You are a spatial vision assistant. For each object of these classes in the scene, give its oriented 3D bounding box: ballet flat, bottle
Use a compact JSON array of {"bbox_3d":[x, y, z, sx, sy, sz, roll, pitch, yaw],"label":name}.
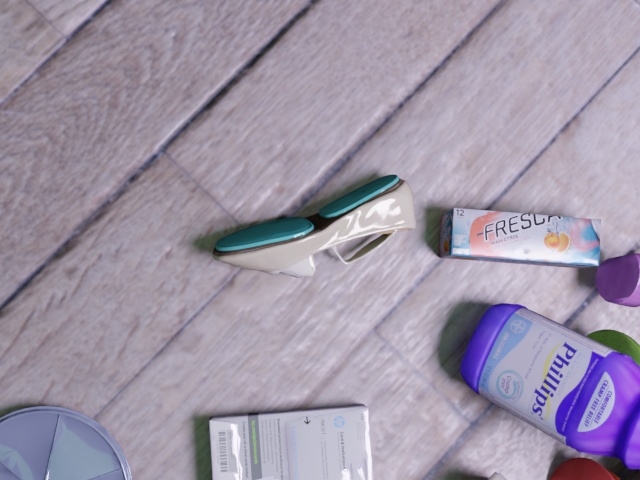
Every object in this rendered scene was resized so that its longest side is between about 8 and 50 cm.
[{"bbox_3d":[0.000,0.000,1.002,0.248,0.086,0.086,-21,88,-7],"label":"ballet flat"},{"bbox_3d":[0.292,0.170,0.927,0.283,0.092,0.118,28,96,39],"label":"bottle"}]

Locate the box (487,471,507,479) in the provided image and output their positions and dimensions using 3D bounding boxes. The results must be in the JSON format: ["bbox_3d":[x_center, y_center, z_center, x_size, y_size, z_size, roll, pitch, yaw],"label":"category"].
[{"bbox_3d":[0.139,0.397,0.957,0.275,0.094,0.113,-41,68,-7],"label":"box"}]

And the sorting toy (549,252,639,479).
[{"bbox_3d":[0.374,0.201,1.017,0.126,0.127,0.365,12,86,-28],"label":"sorting toy"}]

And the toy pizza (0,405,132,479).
[{"bbox_3d":[-0.314,0.289,0.969,0.201,0.032,0.201,0,86,-4],"label":"toy pizza"}]

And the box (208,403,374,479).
[{"bbox_3d":[-0.032,0.271,0.993,0.186,0.038,0.145,-4,86,-5],"label":"box"}]

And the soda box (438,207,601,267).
[{"bbox_3d":[0.239,-0.002,1.027,0.183,0.063,0.058,4,85,-5],"label":"soda box"}]
